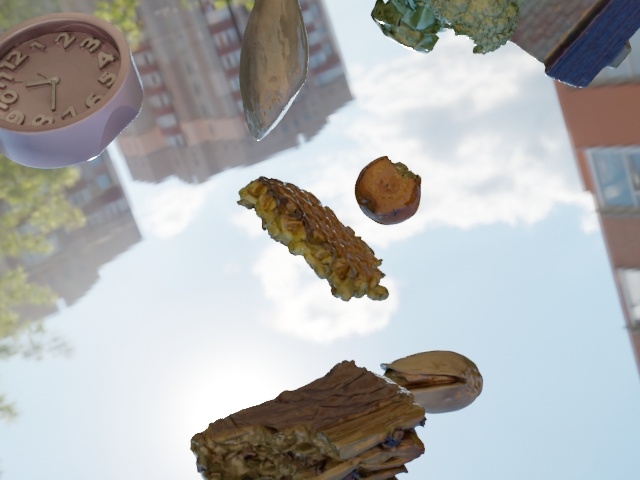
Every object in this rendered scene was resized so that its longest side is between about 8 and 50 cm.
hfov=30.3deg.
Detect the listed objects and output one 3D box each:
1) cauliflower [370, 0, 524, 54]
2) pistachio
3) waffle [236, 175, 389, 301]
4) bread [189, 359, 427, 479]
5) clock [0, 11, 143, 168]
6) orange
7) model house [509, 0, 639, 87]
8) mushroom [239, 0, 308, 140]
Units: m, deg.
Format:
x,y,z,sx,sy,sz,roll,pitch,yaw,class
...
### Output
x,y,z,sx,sy,sz,roll,pitch,yaw,class
0.149,-0.383,1.737,0.272,0.250,0.275,10,-136,-18,cauliflower
0.229,0.292,2.447,0.215,0.144,0.144,1,-159,7,pistachio
0.000,0.000,1.648,0.059,0.243,0.238,-47,171,13,waffle
-0.016,0.367,2.003,0.370,0.191,0.314,-22,-164,-13,bread
-0.317,-0.183,1.420,0.197,0.068,0.197,-4,-126,6,clock
0.082,-0.056,1.428,0.086,0.086,0.062,-18,159,3,orange
0.404,-0.419,1.955,0.245,0.280,0.312,-51,-167,27,model house
-0.085,-0.354,2.130,0.128,0.350,0.128,2,-173,0,mushroom
